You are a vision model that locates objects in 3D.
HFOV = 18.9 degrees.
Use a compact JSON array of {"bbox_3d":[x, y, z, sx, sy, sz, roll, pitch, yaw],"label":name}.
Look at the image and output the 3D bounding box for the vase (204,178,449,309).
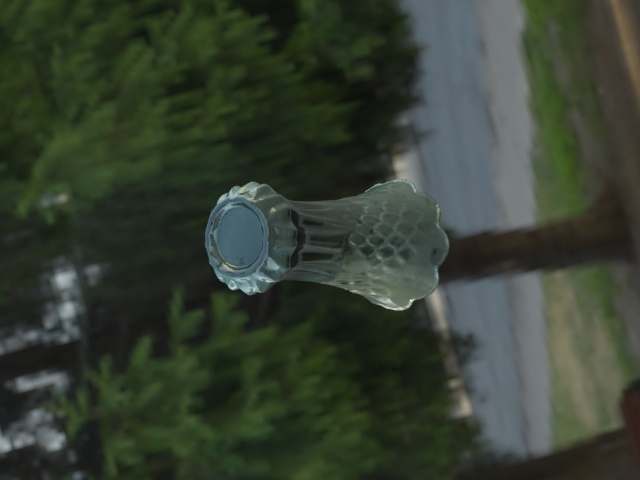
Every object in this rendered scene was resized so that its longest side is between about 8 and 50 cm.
[{"bbox_3d":[0.000,0.000,1.115,0.148,0.081,0.081,4,-114,-51],"label":"vase"}]
